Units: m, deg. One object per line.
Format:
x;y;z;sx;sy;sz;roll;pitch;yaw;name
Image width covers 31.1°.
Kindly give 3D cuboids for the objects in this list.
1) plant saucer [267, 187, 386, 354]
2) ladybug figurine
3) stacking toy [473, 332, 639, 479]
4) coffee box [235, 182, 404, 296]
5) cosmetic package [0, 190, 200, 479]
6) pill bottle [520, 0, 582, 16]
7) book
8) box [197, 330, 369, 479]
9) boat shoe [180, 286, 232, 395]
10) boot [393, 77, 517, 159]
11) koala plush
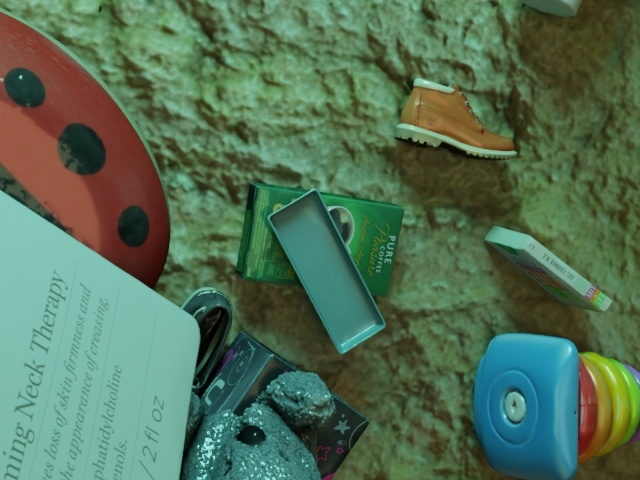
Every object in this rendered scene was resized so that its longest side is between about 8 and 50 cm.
0.007;0.036;1.318;0.067;0.018;0.192;-31;109;-11;plant saucer
-0.329;-0.065;1.150;0.449;0.162;0.305;39;84;-20;ladybug figurine
0.357;0.205;1.453;0.302;0.166;0.175;3;87;-31;stacking toy
0.000;0.000;1.340;0.184;0.040;0.113;6;98;-20;coffee box
-0.365;0.165;0.982;0.327;0.329;0.394;-30;129;30;cosmetic package
0.297;-0.367;1.356;0.112;0.112;0.186;23;90;-21;pill bottle
0.281;0.034;1.416;0.144;0.096;0.035;36;85;-20;book
-0.091;0.246;1.279;0.142;0.163;0.247;38;84;-17;box
-0.163;0.147;1.291;0.075;0.065;0.206;32;86;-21;boat shoe
0.171;-0.142;1.374;0.158;0.059;0.084;15;88;-20;boot
-0.058;0.244;1.086;0.196;0.221;0.203;-5;94;-14;koala plush
